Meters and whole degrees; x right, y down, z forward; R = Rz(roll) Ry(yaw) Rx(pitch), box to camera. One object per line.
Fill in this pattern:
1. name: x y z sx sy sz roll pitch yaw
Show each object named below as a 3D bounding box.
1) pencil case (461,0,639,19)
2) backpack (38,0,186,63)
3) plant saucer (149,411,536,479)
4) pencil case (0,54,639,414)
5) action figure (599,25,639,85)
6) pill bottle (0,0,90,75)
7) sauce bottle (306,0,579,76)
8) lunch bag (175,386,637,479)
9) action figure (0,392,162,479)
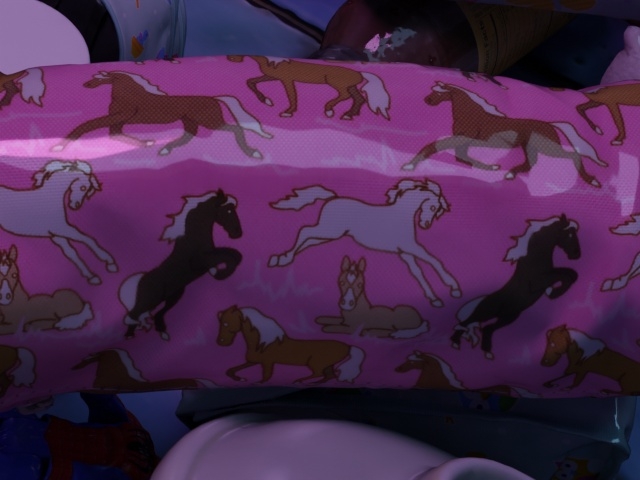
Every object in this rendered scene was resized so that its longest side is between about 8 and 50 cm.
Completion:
1. pencil case: 0.153 -0.220 1.210 0.273 0.113 0.124 2 71 -16
2. backpack: -0.168 -0.130 1.129 0.166 0.188 0.144 33 48 14
3. plant saucer: 0.098 0.212 0.823 0.400 0.100 0.400 38 20 -17
4. pencil case: 0.000 0.000 0.884 0.386 0.167 0.160 0 59 -8
5. action figure: 0.341 -0.081 1.255 0.330 0.178 0.341 16 41 -16
6. pill bottle: -0.194 -0.032 1.017 0.119 0.208 0.119 9 47 -10
7. sauce bottle: 0.076 -0.149 1.277 0.111 0.111 0.344 40 49 19
8. lunch bag: 0.059 0.034 1.064 0.262 0.160 0.223 9 60 7
9. action figure: -0.156 0.092 0.943 0.280 0.139 0.091 15 47 -30
